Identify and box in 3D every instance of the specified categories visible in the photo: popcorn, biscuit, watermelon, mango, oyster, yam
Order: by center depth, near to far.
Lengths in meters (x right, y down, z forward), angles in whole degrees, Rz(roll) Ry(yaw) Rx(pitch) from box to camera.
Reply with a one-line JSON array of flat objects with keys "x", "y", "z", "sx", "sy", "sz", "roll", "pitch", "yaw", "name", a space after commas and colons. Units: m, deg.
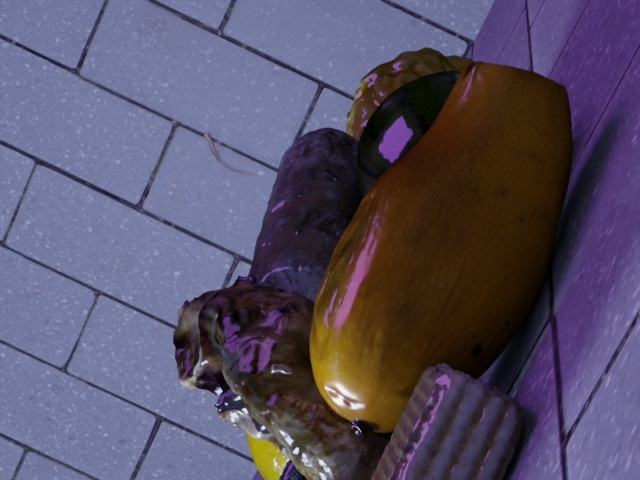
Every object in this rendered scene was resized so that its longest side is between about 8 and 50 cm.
[{"x": 0.026, "y": 0.294, "z": 1.202, "sx": 0.426, "sy": 0.078, "sz": 0.144, "roll": -64, "pitch": 1, "yaw": -2, "name": "biscuit"}, {"x": 0.111, "y": 0.004, "z": 1.358, "sx": 0.144, "sy": 0.187, "sz": 0.359, "roll": 10, "pitch": 55, "yaw": 44, "name": "mango"}, {"x": -0.060, "y": 0.127, "z": 1.448, "sx": 0.094, "sy": 0.294, "sz": 0.166, "roll": -17, "pitch": -72, "yaw": -37, "name": "oyster"}, {"x": 0.124, "y": -0.074, "z": 1.571, "sx": 0.188, "sy": 0.188, "sz": 0.215, "roll": -64, "pitch": 21, "yaw": 16, "name": "watermelon"}, {"x": 0.000, "y": 0.000, "z": 1.607, "sx": 0.330, "sy": 0.133, "sz": 0.133, "roll": -84, "pitch": 17, "yaw": -53, "name": "yam"}, {"x": 0.127, "y": -0.096, "z": 1.826, "sx": 0.251, "sy": 0.205, "sz": 0.237, "roll": 99, "pitch": 178, "yaw": -67, "name": "popcorn"}]

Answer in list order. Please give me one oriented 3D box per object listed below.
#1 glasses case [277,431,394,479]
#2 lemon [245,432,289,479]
[{"x": 0.005, "y": 0.267, "z": 1.485, "sx": 0.314, "sy": 0.122, "sz": 0.075, "roll": -65, "pitch": -5, "yaw": 6, "name": "glasses case"}, {"x": 0.013, "y": 0.181, "z": 1.620, "sx": 0.203, "sy": 0.178, "sz": 0.178, "roll": -91, "pitch": 25, "yaw": -62, "name": "lemon"}]
